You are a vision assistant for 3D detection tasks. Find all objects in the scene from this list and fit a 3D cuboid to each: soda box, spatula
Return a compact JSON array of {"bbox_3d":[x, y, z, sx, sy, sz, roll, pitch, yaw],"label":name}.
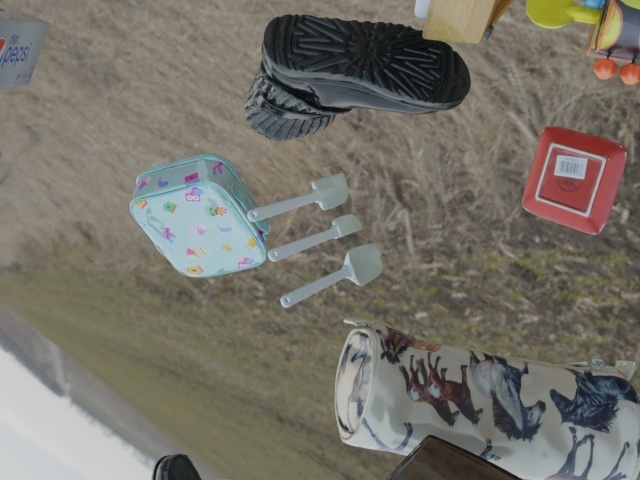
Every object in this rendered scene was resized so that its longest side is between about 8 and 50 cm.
[{"bbox_3d":[-0.427,-0.247,1.010,0.091,0.098,0.286,22,-168,-8],"label":"soda box"},{"bbox_3d":[0.000,0.000,1.144,0.019,0.242,0.168,-18,93,36],"label":"spatula"}]

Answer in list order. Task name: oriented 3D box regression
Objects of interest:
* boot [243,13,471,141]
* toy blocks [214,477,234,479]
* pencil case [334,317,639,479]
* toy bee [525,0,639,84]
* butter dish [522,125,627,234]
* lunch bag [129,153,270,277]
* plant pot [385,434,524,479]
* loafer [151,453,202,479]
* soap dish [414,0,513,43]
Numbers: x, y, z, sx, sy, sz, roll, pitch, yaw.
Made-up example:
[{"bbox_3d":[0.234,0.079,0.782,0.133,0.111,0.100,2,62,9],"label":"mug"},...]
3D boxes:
[{"bbox_3d":[0.050,-0.249,1.361,0.348,0.131,0.260,13,159,-5],"label":"boot"},{"bbox_3d":[-0.112,0.317,0.858,0.054,0.123,0.148,-2,172,16],"label":"toy blocks"},{"bbox_3d":[0.219,0.217,1.096,0.411,0.183,0.160,12,164,-8],"label":"pencil case"},{"bbox_3d":[0.307,-0.234,0.847,0.195,0.162,0.298,14,177,32],"label":"toy bee"},{"bbox_3d":[0.458,-0.107,1.423,0.160,0.159,0.118,24,-161,38],"label":"butter dish"},{"bbox_3d":[-0.231,-0.045,1.659,0.224,0.107,0.279,-15,138,15],"label":"lunch bag"},{"bbox_3d":[0.171,0.331,0.894,0.230,0.215,0.215,43,162,12],"label":"plant pot"},{"bbox_3d":[-0.162,0.421,1.130,0.096,0.267,0.084,4,152,-45],"label":"loafer"},{"bbox_3d":[0.261,-0.434,1.150,0.118,0.291,0.229,35,162,11],"label":"soap dish"}]
